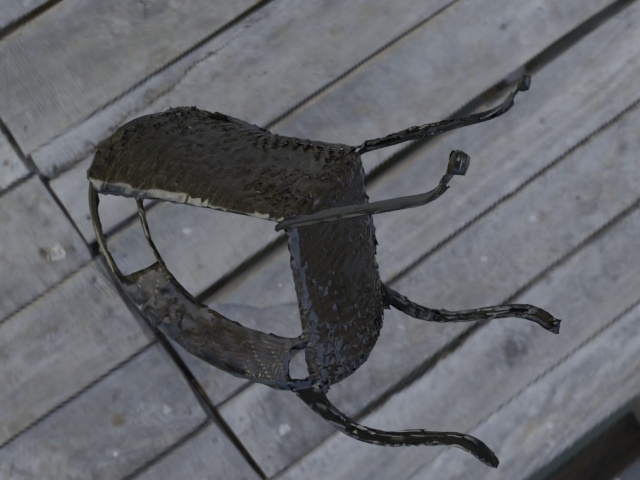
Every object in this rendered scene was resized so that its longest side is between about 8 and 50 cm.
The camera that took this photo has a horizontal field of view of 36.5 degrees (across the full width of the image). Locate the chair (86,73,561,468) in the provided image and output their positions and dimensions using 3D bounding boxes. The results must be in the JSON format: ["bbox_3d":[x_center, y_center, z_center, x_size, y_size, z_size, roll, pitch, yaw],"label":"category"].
[{"bbox_3d":[0.000,0.000,0.486,0.213,0.174,0.149,7,119,25],"label":"chair"}]
